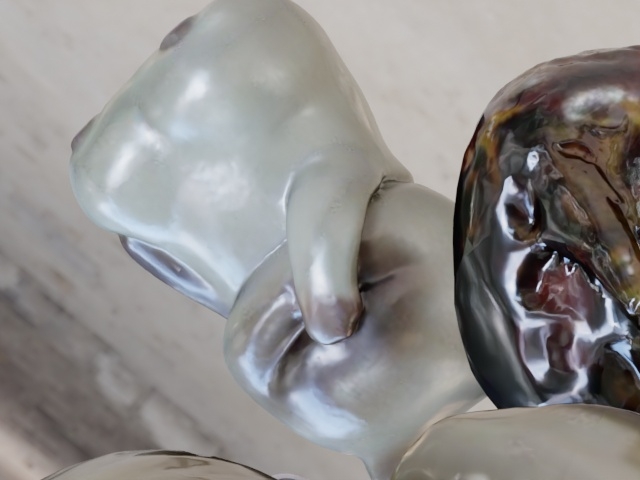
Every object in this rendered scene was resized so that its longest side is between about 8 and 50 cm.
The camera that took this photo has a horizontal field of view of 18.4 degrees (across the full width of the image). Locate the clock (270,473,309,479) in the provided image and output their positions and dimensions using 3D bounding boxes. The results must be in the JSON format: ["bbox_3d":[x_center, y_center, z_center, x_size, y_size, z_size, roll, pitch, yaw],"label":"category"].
[{"bbox_3d":[-0.022,0.227,1.476,0.087,0.041,0.129,10,-146,-27],"label":"clock"}]

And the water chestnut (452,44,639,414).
[{"bbox_3d":[0.197,0.026,1.042,0.289,0.244,0.289,30,135,36],"label":"water chestnut"}]

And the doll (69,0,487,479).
[{"bbox_3d":[-0.019,-0.013,1.390,0.370,0.215,0.226,52,-166,17],"label":"doll"}]

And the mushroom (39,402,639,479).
[{"bbox_3d":[0.053,0.170,0.586,0.362,0.294,0.362,24,164,8],"label":"mushroom"}]
